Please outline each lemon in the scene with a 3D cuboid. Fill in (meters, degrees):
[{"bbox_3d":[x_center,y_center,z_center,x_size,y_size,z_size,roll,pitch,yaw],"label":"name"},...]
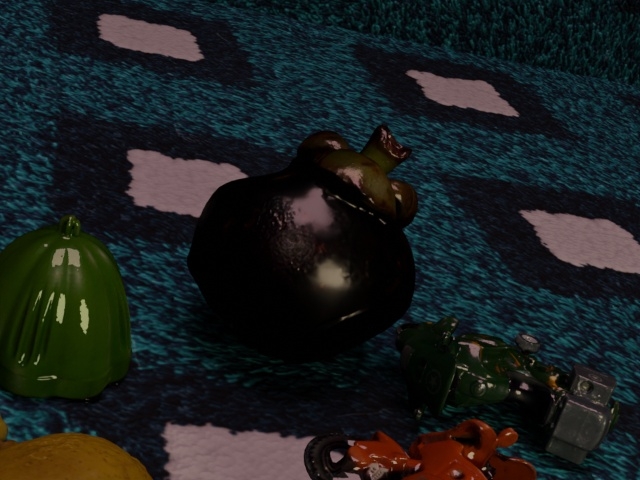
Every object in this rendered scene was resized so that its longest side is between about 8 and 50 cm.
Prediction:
[{"bbox_3d":[-0.204,0.232,0.866,0.207,0.170,0.170,-20,43,-40],"label":"lemon"}]

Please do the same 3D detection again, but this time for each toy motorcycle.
[{"bbox_3d":[0.205,0.162,1.317,0.275,0.124,0.187,21,16,9],"label":"toy motorcycle"},{"bbox_3d":[0.133,0.276,1.015,0.221,0.147,0.325,2,34,-34],"label":"toy motorcycle"}]

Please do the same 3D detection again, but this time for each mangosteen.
[{"bbox_3d":[0.000,0.005,1.326,0.288,0.287,0.233,-6,59,-39],"label":"mangosteen"}]

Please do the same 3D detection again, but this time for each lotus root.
[{"bbox_3d":[-0.270,0.049,1.203,0.186,0.186,0.186,13,25,-6],"label":"lotus root"}]

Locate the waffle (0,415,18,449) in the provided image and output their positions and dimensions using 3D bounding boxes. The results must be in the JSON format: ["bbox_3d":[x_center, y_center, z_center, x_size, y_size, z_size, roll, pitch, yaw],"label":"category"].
[{"bbox_3d":[-0.387,0.192,0.970,0.282,0.058,0.301,31,30,30],"label":"waffle"}]
